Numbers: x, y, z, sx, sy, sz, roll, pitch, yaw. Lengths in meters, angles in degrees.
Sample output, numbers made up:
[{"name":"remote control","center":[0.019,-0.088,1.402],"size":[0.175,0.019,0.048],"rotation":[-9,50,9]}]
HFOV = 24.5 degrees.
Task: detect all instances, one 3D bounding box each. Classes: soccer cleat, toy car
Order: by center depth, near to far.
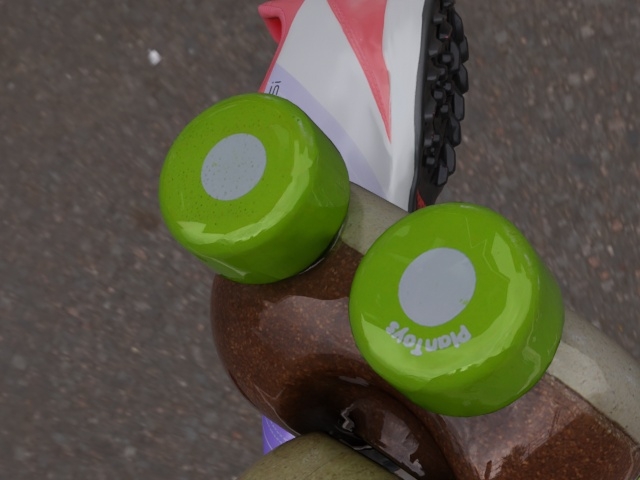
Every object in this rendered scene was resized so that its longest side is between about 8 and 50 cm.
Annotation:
[{"name":"toy car","center":[-0.004,0.083,0.436],"size":[0.149,0.155,0.188],"rotation":[31,83,36]},{"name":"soccer cleat","center":[0.000,0.000,0.765],"size":[0.116,0.108,0.318],"rotation":[1,63,19]}]
